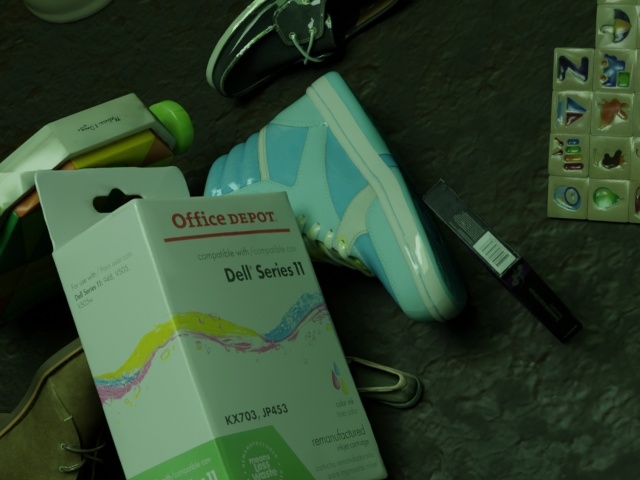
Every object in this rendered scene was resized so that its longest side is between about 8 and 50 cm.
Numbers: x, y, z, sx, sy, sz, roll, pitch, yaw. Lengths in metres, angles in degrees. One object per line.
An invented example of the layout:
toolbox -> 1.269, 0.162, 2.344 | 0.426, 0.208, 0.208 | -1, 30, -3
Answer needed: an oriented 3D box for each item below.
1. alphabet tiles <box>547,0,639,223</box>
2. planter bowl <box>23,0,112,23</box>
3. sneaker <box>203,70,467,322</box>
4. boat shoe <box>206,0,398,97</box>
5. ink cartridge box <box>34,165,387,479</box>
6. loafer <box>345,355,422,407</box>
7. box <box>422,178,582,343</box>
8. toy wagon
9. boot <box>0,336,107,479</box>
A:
alphabet tiles -> 0.302, -0.133, 1.566 | 0.198, 0.009, 0.237 | 5, 95, 29
planter bowl -> -0.302, -0.345, 1.992 | 0.162, 0.109, 0.162 | -12, 60, 21
sneaker -> 0.000, 0.000, 1.649 | 0.208, 0.127, 0.319 | -32, 45, 6
boat shoe -> -0.016, -0.221, 1.797 | 0.233, 0.084, 0.079 | -36, 54, 2
ink cartridge box -> -0.098, 0.075, 1.525 | 0.119, 0.207, 0.353 | -29, 76, 36
loafer -> 0.033, 0.126, 1.614 | 0.125, 0.039, 0.045 | 6, 68, 29
box -> 0.161, 0.021, 1.530 | 0.029, 0.162, 0.116 | -45, 53, 3
toy wagon -> -0.269, -0.009, 1.718 | 0.068, 0.267, 0.344 | 50, 136, 16
boot -> -0.226, 0.175, 1.650 | 0.305, 0.112, 0.115 | -44, 62, 33
